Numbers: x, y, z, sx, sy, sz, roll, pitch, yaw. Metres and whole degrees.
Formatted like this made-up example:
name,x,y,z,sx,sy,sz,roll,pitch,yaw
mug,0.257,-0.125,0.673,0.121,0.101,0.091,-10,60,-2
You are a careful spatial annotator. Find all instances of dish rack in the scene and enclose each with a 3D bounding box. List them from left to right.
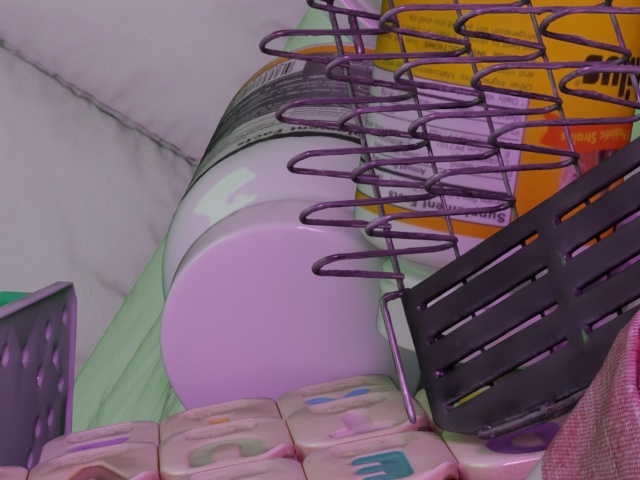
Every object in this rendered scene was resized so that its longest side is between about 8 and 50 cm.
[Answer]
name,x,y,z,sx,sy,sz,roll,pitch,yaw
dish rack,0.050,-0.068,0.650,0.208,0.074,0.271,-38,60,48

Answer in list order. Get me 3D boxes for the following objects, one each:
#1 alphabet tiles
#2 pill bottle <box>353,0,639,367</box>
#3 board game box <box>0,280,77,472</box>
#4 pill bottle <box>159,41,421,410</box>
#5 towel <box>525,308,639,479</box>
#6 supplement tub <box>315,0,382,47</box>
name,x,y,z,sx,sy,sz,roll,pitch,yaw
alphabet tiles,-0.036,0.097,0.707,0.278,0.284,0.021,-121,21,-80
pill bottle,0.080,-0.058,0.773,0.117,0.117,0.215,-110,27,-78
board game box,-0.205,0.233,0.927,0.390,0.050,0.390,-43,-44,-83
pill bottle,0.000,0.000,0.976,0.162,0.162,0.278,-55,8,22
towel,0.011,0.191,0.483,0.329,0.037,0.237,-56,9,25
supplement tub,0.117,-0.239,1.049,0.272,0.191,0.191,-47,15,50
